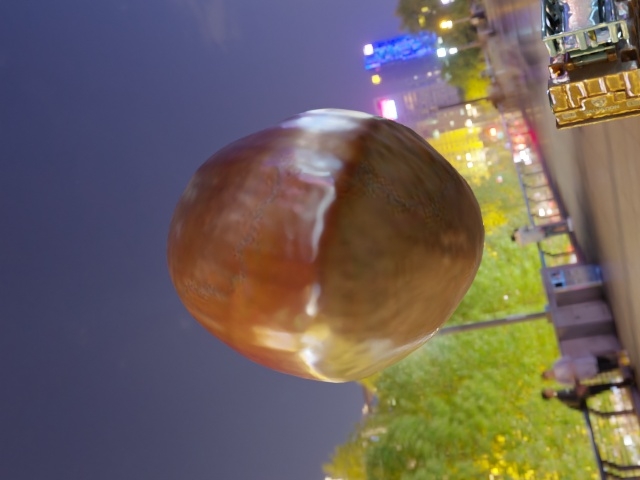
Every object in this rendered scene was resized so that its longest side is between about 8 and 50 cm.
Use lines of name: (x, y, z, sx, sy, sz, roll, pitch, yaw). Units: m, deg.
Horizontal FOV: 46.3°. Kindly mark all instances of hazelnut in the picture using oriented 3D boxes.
hazelnut: (0.000, 0.000, 0.503, 0.214, 0.214, 0.176, -27, -52, -75)

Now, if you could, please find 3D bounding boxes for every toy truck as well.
toy truck: (0.209, -0.190, 0.583, 0.115, 0.080, 0.178, 45, -135, -49)
